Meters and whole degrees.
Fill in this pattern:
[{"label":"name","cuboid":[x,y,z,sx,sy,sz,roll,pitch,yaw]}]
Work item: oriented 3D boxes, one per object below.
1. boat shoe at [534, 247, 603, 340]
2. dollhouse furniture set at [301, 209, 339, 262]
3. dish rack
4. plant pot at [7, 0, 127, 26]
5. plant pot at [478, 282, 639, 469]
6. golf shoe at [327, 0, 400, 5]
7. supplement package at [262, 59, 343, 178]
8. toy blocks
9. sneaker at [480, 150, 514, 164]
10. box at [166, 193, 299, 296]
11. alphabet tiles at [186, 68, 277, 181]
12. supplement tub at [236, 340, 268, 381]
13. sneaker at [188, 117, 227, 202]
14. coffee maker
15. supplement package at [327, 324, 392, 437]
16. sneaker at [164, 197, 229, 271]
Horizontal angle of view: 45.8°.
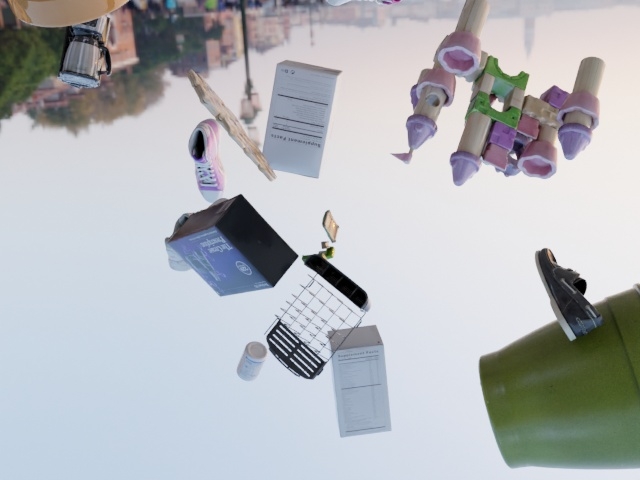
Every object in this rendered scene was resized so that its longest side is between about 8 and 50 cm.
[{"label":"boat shoe","cuboid":[0.477,0.092,1.468,0.079,0.084,0.233,-33,-148,19]},{"label":"dollhouse furniture set","cuboid":[0.000,0.000,1.989,0.058,0.076,0.151,-7,-131,27]},{"label":"dish rack","cuboid":[-0.017,0.195,1.867,0.208,0.271,0.074,38,179,33]},{"label":"plant pot","cuboid":[-0.519,-0.596,1.512,0.291,0.203,0.291,-5,-130,6]},{"label":"plant pot","cuboid":[0.519,0.310,1.533,0.353,0.366,0.366,-18,-166,16]},{"label":"golf shoe","cuboid":[0.121,-0.609,1.790,0.115,0.140,0.306,-2,170,-42]},{"label":"supplement package","cuboid":[-0.051,-0.347,2.154,0.175,0.293,0.177,12,-162,2]},{"label":"toy blocks","cuboid":[0.278,-0.184,1.293,0.288,0.260,0.309,24,157,-7]},{"label":"sneaker","cuboid":[0.414,-0.214,1.893,0.152,0.061,0.053,3,-125,-28]},{"label":"box","cuboid":[-0.194,0.019,1.638,0.261,0.184,0.103,-15,-145,57]},{"label":"alphabet tiles","cuboid":[-0.192,-0.246,1.654,0.021,0.284,0.278,-37,-135,4]},{"label":"supplement tub","cuboid":[-0.197,0.348,2.189,0.071,0.107,0.071,14,-139,-13]},{"label":"sneaker","cuboid":[-0.376,-0.239,2.437,0.102,0.282,0.161,0,-159,10]},{"label":"coffee maker","cuboid":[-0.602,-0.485,1.906,0.120,0.178,0.171,11,177,-43]},{"label":"supplement package","cuboid":[0.099,0.357,1.943,0.139,0.244,0.134,-6,-164,-3]},{"label":"sneaker","cuboid":[-0.286,-0.035,1.822,0.090,0.115,0.232,17,-128,27]}]
